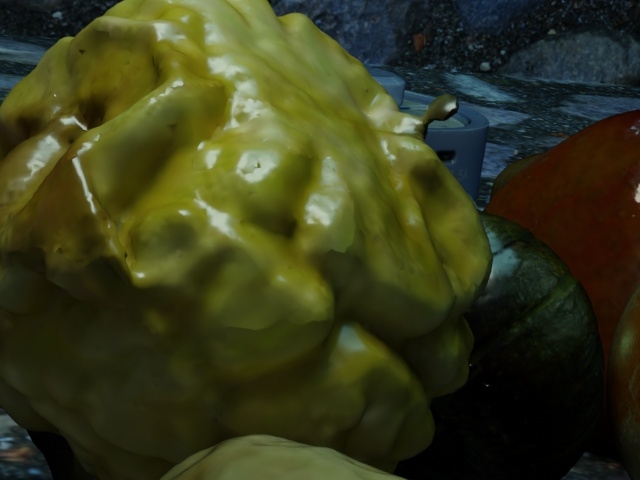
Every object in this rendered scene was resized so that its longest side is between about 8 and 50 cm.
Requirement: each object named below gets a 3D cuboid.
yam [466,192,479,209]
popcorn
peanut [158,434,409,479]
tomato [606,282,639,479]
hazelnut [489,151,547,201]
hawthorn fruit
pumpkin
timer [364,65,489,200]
[{"bbox_3d":[0.000,0.000,1.455,0.241,0.241,0.348,5,13,-14],"label":"yam"},{"bbox_3d":[-0.080,0.029,1.027,0.349,0.381,0.349,33,29,-22],"label":"popcorn"},{"bbox_3d":[0.050,0.217,0.764,0.192,0.169,0.387,2,18,-41],"label":"peanut"},{"bbox_3d":[0.333,0.103,1.186,0.270,0.270,0.222,1,-1,-28],"label":"tomato"},{"bbox_3d":[0.307,-0.014,1.880,0.181,0.181,0.212,-31,30,-22],"label":"hazelnut"},{"bbox_3d":[0.286,0.034,1.412,0.311,0.295,0.295,-34,-11,31],"label":"hawthorn fruit"},{"bbox_3d":[0.098,0.087,1.195,0.238,0.238,0.159,19,45,37],"label":"pumpkin"},{"bbox_3d":[0.057,-0.149,2.224,0.395,0.173,0.395,7,13,-2],"label":"timer"}]
